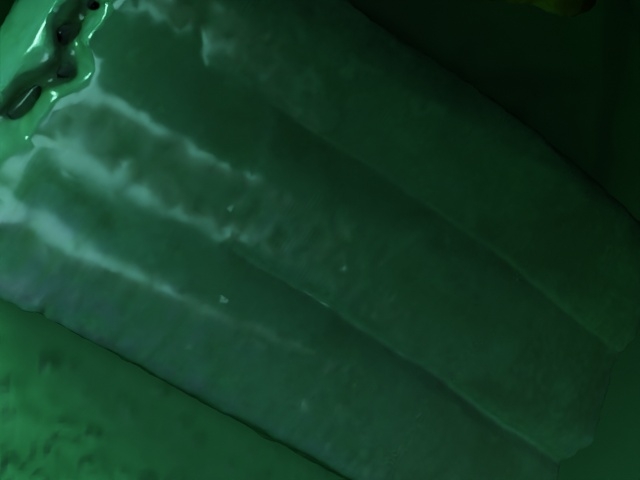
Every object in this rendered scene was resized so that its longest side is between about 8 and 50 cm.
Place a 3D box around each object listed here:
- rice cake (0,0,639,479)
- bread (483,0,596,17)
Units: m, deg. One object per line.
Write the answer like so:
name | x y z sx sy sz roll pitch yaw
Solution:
rice cake | 0.000 0.000 0.469 0.211 0.038 0.124 27 88 -32
bread | -0.020 -0.165 0.323 0.246 0.111 0.239 -3 108 -44
